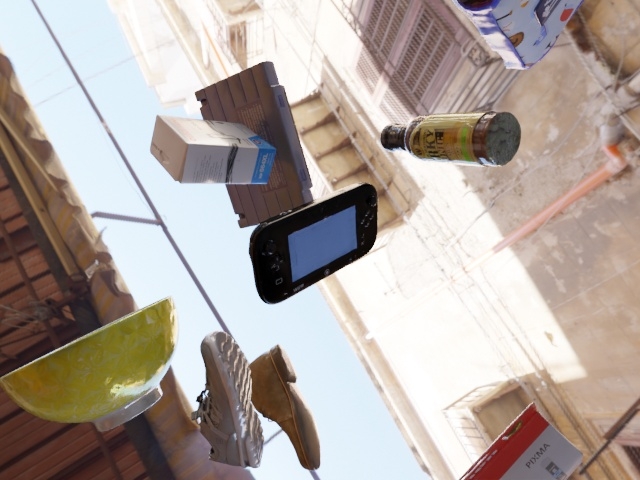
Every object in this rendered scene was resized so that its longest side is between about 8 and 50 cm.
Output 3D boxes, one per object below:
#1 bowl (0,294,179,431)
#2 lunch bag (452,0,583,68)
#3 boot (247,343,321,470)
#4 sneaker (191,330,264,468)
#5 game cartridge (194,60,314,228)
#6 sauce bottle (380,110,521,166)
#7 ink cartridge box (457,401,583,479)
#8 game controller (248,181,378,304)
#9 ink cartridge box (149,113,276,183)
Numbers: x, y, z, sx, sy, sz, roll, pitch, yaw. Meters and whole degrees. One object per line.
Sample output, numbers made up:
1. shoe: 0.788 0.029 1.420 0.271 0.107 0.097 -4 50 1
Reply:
1. bowl: -0.360 0.227 0.786 0.289 0.289 0.156 -26 -88 -18
2. lunch bag: 0.352 -0.539 0.812 0.238 0.327 0.386 7 -87 36
3. boot: -0.091 0.412 1.100 0.115 0.112 0.305 -29 -122 3
4. sneaker: -0.179 0.293 0.802 0.115 0.105 0.281 -7 -72 3
5. game cartridge: -0.152 -0.217 1.096 0.230 0.068 0.355 -10 -77 28
6. sauce bottle: 0.266 -0.225 1.013 0.111 0.344 0.111 -7 -76 -29
7. ink cartridge box: 0.284 0.420 0.728 0.308 0.385 0.091 -47 -127 -1
8. game controller: 0.000 0.000 0.886 0.319 0.067 0.167 -26 -64 -35
9. ink cartridge box: -0.218 -0.183 0.931 0.203 0.086 0.148 -6 -143 -44
